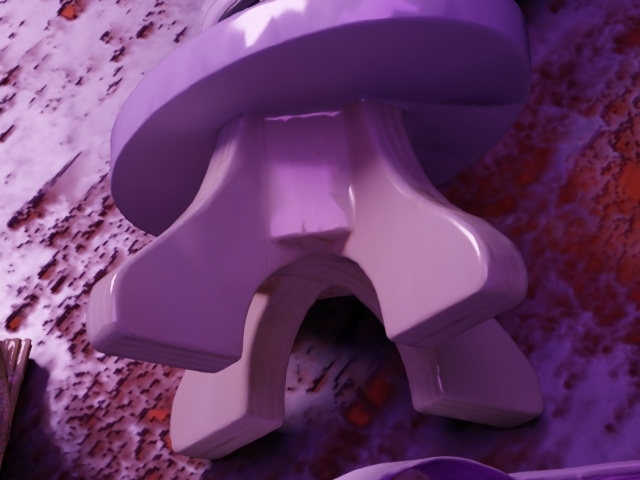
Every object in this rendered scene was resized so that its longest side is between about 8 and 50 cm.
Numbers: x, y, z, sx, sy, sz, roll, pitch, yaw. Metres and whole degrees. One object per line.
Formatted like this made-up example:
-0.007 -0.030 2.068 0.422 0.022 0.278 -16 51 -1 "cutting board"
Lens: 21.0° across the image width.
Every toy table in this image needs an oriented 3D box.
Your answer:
0.000 0.000 0.859 0.252 0.274 0.161 8 63 -23 "toy table"

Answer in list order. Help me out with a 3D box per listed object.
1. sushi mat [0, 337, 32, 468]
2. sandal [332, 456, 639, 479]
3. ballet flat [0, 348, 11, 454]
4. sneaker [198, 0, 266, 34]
-0.252 0.189 0.898 0.151 0.019 0.316 0 56 13 "sushi mat"
0.036 0.169 0.800 0.416 0.102 0.169 -17 53 2 "sandal"
-0.274 0.019 0.953 0.348 0.123 0.123 21 63 28 "ballet flat"
0.070 -0.133 0.992 0.268 0.101 0.153 -27 44 0 "sneaker"
